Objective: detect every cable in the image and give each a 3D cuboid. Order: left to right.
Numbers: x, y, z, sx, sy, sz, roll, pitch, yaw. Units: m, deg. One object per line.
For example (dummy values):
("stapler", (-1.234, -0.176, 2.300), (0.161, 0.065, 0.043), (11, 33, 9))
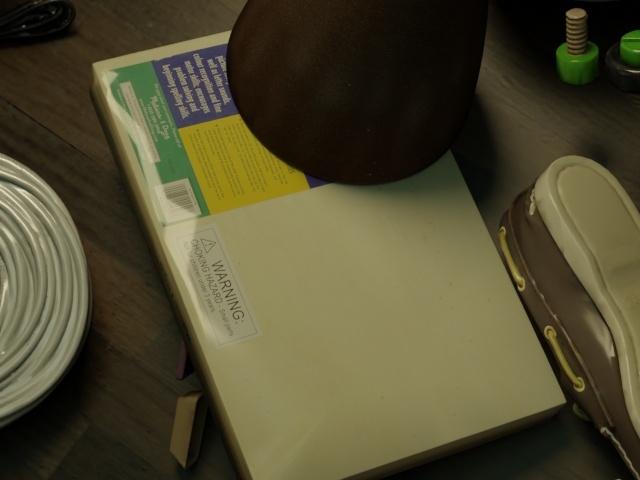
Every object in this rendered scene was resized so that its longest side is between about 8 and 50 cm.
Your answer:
("cable", (-0.322, 0.047, 1.393), (0.257, 0.089, 0.257), (-37, 82, -6))

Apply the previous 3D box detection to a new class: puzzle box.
("puzzle box", (0.000, 0.000, 1.355), (0.272, 0.052, 0.408), (-16, 69, -18))

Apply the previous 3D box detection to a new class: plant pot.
("plant pot", (0.049, -0.191, 1.298), (0.215, 0.230, 0.215), (5, 64, -11))

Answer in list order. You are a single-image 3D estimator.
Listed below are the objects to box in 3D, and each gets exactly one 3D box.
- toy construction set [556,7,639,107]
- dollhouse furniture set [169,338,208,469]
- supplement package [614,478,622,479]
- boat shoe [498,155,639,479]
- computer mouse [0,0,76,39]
("toy construction set", (0.388, -0.080, 1.327), (0.309, 0.237, 0.257), (-21, 39, -17))
("dollhouse furniture set", (-0.071, 0.136, 1.366), (0.081, 0.091, 0.114), (14, 104, 15))
("supplement package", (0.202, 0.318, 1.190), (0.139, 0.134, 0.244), (29, 72, -1))
("boat shoe", (0.242, 0.093, 1.313), (0.117, 0.097, 0.324), (-11, 69, -38))
("computer mouse", (-0.346, -0.261, 1.438), (0.184, 0.262, 0.060), (-17, 53, 8))
